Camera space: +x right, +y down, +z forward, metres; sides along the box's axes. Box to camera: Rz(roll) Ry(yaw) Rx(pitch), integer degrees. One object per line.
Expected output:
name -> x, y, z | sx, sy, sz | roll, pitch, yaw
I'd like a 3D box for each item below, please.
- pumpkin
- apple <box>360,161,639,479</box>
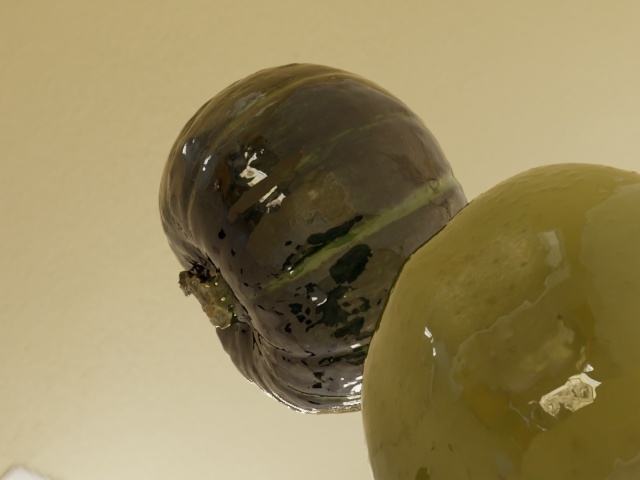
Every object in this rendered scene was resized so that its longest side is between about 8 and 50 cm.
pumpkin -> 0.000, 0.000, 1.329 | 0.323, 0.241, 0.323 | 46, -24, 28
apple -> 0.144, 0.102, 0.735 | 0.279, 0.279, 0.279 | 41, 11, -10
